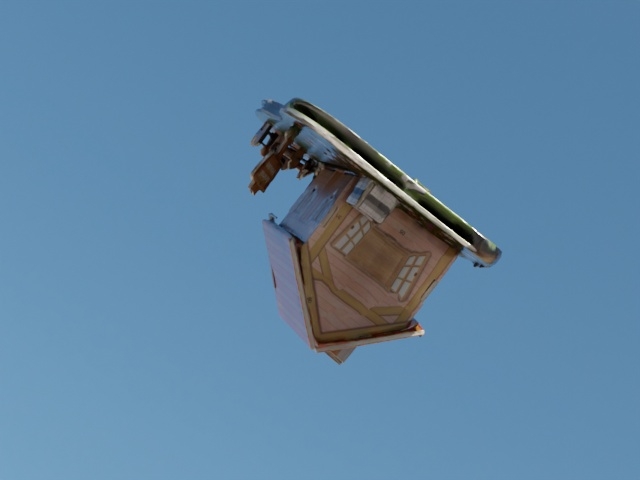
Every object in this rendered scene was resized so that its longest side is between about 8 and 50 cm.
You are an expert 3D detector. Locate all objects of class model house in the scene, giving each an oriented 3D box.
[{"bbox_3d":[0.001,0.000,1.269,0.207,0.154,0.294,36,-2,-10],"label":"model house"}]
